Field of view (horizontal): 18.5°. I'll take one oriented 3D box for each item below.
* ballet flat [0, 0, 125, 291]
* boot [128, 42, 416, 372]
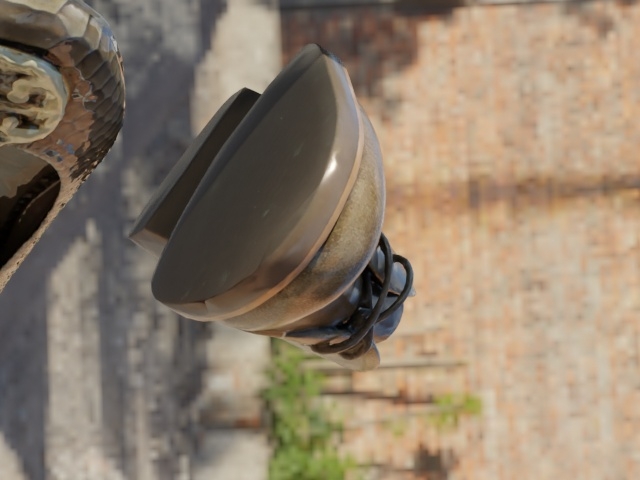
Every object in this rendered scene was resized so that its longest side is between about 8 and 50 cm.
[{"bbox_3d":[-0.129,-0.013,0.675,0.250,0.084,0.058,135,-27,-57],"label":"ballet flat"},{"bbox_3d":[0.000,0.000,0.780,0.112,0.115,0.305,-52,-172,-2],"label":"boot"}]
